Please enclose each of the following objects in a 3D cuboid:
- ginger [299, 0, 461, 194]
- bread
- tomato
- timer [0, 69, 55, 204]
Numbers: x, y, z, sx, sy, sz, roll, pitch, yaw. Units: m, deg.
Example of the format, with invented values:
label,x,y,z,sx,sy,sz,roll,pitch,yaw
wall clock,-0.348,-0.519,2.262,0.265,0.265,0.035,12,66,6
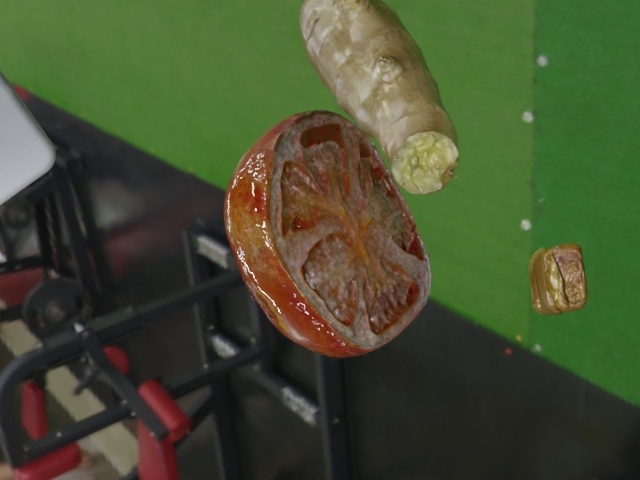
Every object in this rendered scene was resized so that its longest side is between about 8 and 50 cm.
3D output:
label,x,y,z,sx,sy,sz,roll,pitch,yaw
ginger,0.074,-0.174,1.236,0.236,0.166,0.375,95,167,-59
bread,0.248,0.042,0.995,0.132,0.054,0.074,28,-126,-82
tomato,0.000,0.000,0.892,0.095,0.237,0.236,-19,92,39
timer,-0.402,-0.114,0.908,0.195,0.194,0.192,29,153,56
